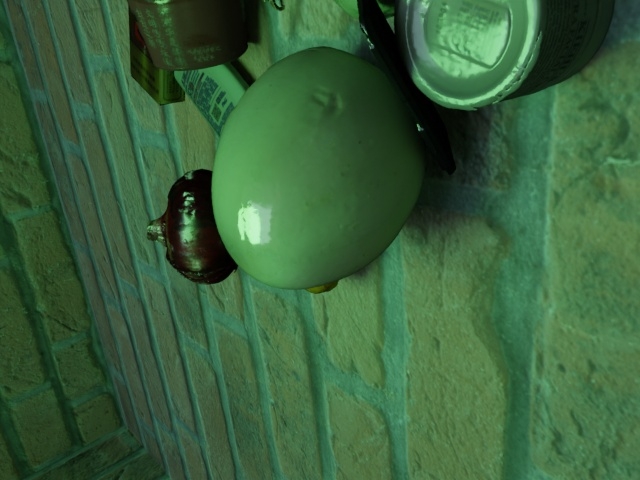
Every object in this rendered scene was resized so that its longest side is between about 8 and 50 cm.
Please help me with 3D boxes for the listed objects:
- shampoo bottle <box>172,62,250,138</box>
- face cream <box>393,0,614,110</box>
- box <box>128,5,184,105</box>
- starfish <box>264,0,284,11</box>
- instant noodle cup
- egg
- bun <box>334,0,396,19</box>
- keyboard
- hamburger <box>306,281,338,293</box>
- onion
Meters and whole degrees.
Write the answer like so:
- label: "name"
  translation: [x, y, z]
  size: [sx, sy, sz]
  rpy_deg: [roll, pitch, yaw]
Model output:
- label: "shampoo bottle"
  translation: [-0.193, -0.286, 1.120]
  size: [0.360, 0.078, 0.134]
  rpy_deg: [53, 139, 20]
- label: "face cream"
  translation: [0.187, -0.236, 0.587]
  size: [0.177, 0.152, 0.178]
  rpy_deg: [29, 131, 40]
- label: "box"
  translation: [-0.372, -0.451, 1.271]
  size: [0.159, 0.071, 0.240]
  rpy_deg: [47, 141, 29]
- label: "starfish"
  translation: [-0.087, -0.436, 0.943]
  size: [0.091, 0.028, 0.078]
  rpy_deg: [50, 144, 30]
- label: "instant noodle cup"
  translation: [-0.232, -0.417, 0.989]
  size: [0.234, 0.234, 0.179]
  rpy_deg: [30, 141, 40]
- label: "egg"
  translation: [-0.006, -0.090, 0.766]
  size: [0.282, 0.345, 0.283]
  rpy_deg: [20, 153, 11]
- label: "bun"
  translation: [0.085, -0.373, 0.667]
  size: [0.204, 0.126, 0.213]
  rpy_deg: [-120, 32, -59]
- label: "keyboard"
  translation: [0.106, -0.182, 0.666]
  size: [0.016, 0.262, 0.106]
  rpy_deg: [-21, 50, 23]
- label: "hamburger"
  translation: [-0.005, 0.001, 0.997]
  size: [0.182, 0.117, 0.191]
  rpy_deg: [56, 140, 21]
- label: "onion"
  translation: [-0.270, -0.025, 1.221]
  size: [0.252, 0.219, 0.252]
  rpy_deg: [174, 90, -84]
